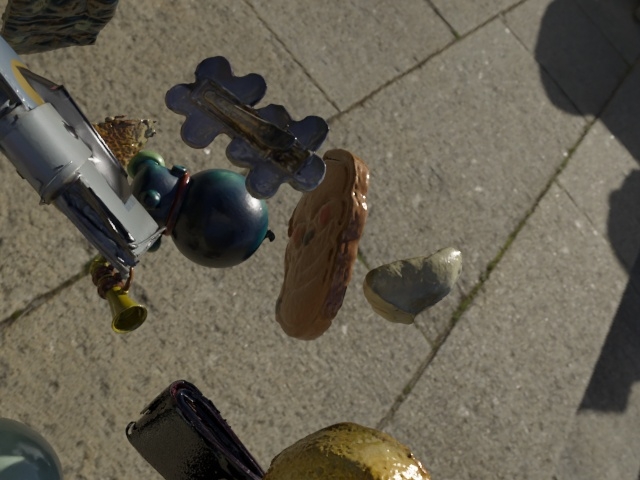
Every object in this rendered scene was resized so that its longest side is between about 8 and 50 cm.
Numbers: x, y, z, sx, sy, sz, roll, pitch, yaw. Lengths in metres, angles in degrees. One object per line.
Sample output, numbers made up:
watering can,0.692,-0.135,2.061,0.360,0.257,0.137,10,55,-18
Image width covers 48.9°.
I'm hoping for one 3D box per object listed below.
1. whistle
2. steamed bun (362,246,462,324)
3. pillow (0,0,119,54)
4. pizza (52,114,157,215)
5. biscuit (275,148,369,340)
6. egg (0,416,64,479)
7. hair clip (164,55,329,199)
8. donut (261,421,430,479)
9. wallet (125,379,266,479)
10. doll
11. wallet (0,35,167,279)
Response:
whistle,-0.252,0.054,0.860,0.046,0.057,0.109,-14,54,-34
steamed bun,0.196,0.119,1.527,0.231,0.212,0.110,-16,64,-17
pillow,-0.433,-0.369,1.164,0.188,0.255,0.034,-18,88,-33
pizza,-0.394,-0.141,1.214,0.147,0.226,0.069,28,2,-39
biscuit,-0.001,0.000,1.591,0.078,0.349,0.456,18,69,-25
egg,-0.645,0.447,1.332,0.230,0.370,0.230,-10,101,-57
hair clip,-0.100,-0.155,0.964,0.257,0.146,0.075,36,-6,23
donut,0.023,0.411,0.984,0.303,0.303,0.110,59,24,11
wallet,-0.242,0.411,1.342,0.262,0.221,0.071,47,37,0
doll,-0.241,-0.052,1.394,0.321,0.199,0.186,14,12,-15
wallet,-0.214,-0.077,0.580,0.231,0.069,0.170,50,-4,-10
